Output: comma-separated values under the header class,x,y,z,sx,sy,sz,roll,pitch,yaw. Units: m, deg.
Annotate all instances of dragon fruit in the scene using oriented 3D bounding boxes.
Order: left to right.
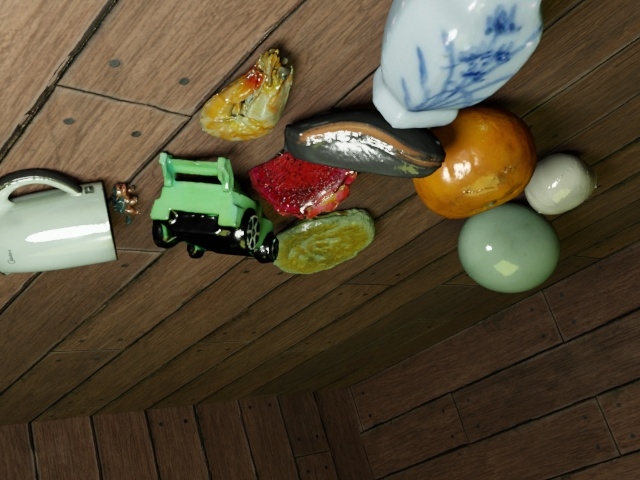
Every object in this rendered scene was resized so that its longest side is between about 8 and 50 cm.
class,x,y,z,sx,sy,sz,roll,pitch,yaw
dragon fruit,-0.010,-0.139,1.618,0.262,0.163,0.189,-25,-175,17

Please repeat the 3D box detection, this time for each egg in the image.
class,x,y,z,sx,sy,sz,roll,pitch,yaw
egg,0.569,0.022,2.240,0.276,0.276,0.389,-33,156,32

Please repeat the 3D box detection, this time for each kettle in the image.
class,x,y,z,sx,sy,sz,roll,pitch,yaw
kettle,-0.532,-0.042,1.437,0.237,0.161,0.221,-10,130,-13

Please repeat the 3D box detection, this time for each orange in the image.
class,x,y,z,sx,sy,sz,roll,pitch,yaw
orange,0.340,-0.175,1.659,0.284,0.226,0.284,-22,164,-6

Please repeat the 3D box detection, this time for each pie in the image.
class,x,y,z,sx,sy,sz,roll,pitch,yaw
pie,0.000,0.000,2.038,0.323,0.070,0.323,-14,155,-7

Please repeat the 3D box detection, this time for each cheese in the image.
class,x,y,z,sx,sy,sz,roll,pitch,yaw
cheese,0.657,-0.155,2.057,0.198,0.154,0.189,-28,151,25

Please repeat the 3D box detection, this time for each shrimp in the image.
class,x,y,z,sx,sy,sz,roll,pitch,yaw
shrimp,-0.129,-0.257,1.335,0.154,0.062,0.294,-1,155,-24

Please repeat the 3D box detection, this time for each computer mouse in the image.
class,x,y,z,sx,sy,sz,roll,pitch,yaw
computer mouse,0.085,-0.200,1.446,0.323,0.116,0.183,10,-166,9

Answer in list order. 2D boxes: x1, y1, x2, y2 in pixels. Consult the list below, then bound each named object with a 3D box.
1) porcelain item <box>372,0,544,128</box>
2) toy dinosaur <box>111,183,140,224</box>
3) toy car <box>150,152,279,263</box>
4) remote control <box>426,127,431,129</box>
class,x,y,z,sx,sy,sz,roll,pitch,yaw
porcelain item,0.231,-0.349,1.226,0.243,0.178,0.405,-8,156,-22
toy dinosaur,-0.409,-0.076,1.557,0.055,0.049,0.154,-15,153,-15
toy car,-0.220,-0.054,1.589,0.214,0.176,0.359,4,171,16
remote control,0.266,-0.304,1.535,0.090,0.049,0.230,-3,153,-38
